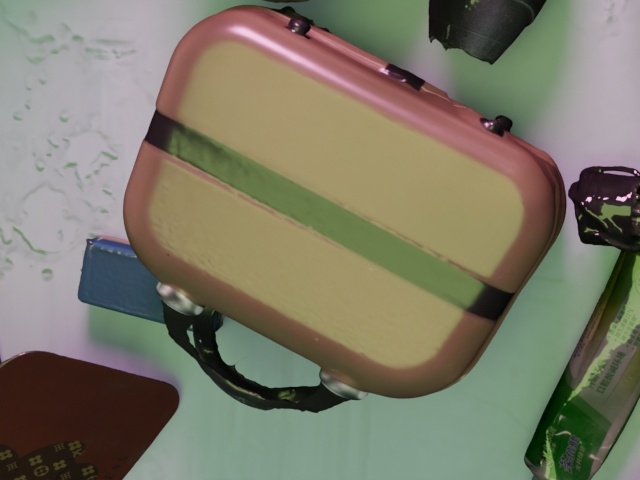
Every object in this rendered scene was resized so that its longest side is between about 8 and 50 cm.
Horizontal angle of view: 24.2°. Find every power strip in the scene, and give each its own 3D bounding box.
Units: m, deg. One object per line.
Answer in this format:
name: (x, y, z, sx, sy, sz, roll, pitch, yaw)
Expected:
power strip: (-0.136, 0.035, 1.206, 0.123, 0.032, 0.056, 13, 106, 11)

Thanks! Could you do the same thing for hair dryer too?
hair dryer: (0.091, -0.247, 0.974, 0.091, 0.272, 0.235, 26, 100, 32)

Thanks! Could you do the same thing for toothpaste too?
toothpaste: (0.217, 0.101, 1.128, 0.078, 0.047, 0.248, 27, 105, 8)

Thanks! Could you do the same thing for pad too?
pad: (-0.245, 0.199, 1.217, 0.267, 0.181, 0.004, -52, 45, 19)

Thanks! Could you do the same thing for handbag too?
handbag: (0.000, 0.000, 1.095, 0.302, 0.149, 0.283, 28, 103, 5)

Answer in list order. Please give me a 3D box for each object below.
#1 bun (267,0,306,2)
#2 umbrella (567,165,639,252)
bun: (-0.020, -0.283, 1.060, 0.222, 0.127, 0.222, 1, 114, 2)
umbrella: (0.342, 0.010, 1.022, 0.337, 0.154, 0.128, -4, 143, 15)
